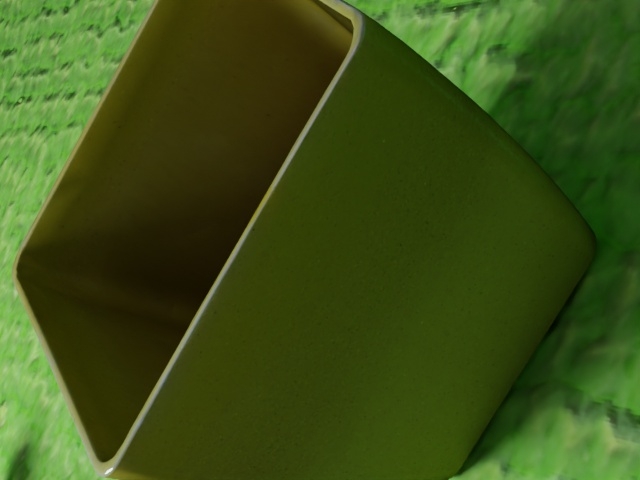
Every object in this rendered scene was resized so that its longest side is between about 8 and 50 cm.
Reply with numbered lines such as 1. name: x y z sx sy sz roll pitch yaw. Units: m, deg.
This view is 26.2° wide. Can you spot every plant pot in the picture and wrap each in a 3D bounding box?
1. plant pot: 0.000 0.000 0.660 0.212 0.187 0.212 -60 30 10
